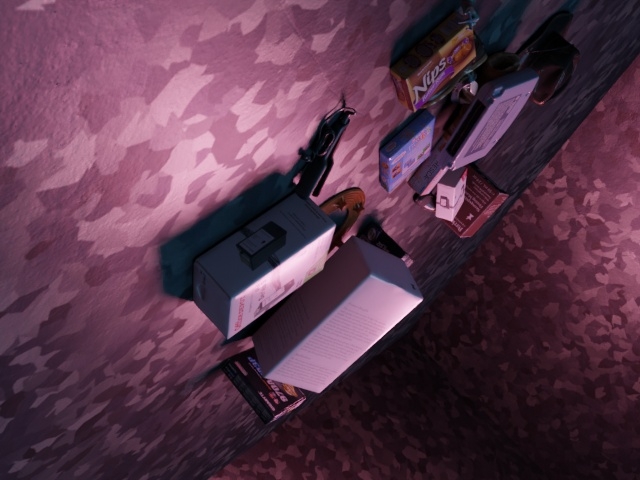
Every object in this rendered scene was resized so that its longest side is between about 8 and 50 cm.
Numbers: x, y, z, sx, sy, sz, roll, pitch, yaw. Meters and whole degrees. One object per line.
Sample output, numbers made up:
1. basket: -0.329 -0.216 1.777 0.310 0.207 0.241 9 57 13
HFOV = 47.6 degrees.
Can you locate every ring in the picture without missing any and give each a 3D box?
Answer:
1. ring: 0.000 0.000 1.879 0.336 0.032 0.337 -40 164 -14

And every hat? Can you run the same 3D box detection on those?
1. hat: 0.646 -0.481 2.078 0.331 0.134 0.331 -41 164 -15

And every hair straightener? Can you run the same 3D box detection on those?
1. hair straightener: 0.006 -0.172 1.454 0.089 0.047 0.230 -24 153 -50

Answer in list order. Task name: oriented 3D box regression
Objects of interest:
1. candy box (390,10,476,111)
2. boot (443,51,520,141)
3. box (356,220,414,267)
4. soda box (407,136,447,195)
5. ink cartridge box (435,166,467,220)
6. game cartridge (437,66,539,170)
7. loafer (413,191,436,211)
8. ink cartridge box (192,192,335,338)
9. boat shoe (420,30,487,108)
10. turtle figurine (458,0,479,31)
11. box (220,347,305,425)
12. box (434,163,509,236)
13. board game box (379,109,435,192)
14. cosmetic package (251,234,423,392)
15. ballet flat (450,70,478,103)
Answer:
1. candy box: 0.232 -0.365 1.485 0.186 0.053 0.109 -43 149 -9
2. boot: 0.466 -0.387 1.956 0.236 0.089 0.270 -31 158 -38
3. box: 0.199 0.029 2.210 0.077 0.147 0.180 -45 163 5
4. soda box: 0.334 -0.216 2.101 0.063 0.058 0.183 -18 150 -55
5. ink cartridge box: 0.418 -0.154 2.324 0.109 0.063 0.150 -54 153 -35
6. game cartridge: 0.433 -0.312 1.868 0.198 0.062 0.297 -30 159 -37
7. loafer: 0.350 -0.126 2.347 0.062 0.061 0.170 -49 162 18
8. ink cartridge box: -0.123 0.054 1.558 0.289 0.121 0.211 -36 161 -25
9. boat shoe: 0.274 -0.375 1.583 0.207 0.073 0.073 -44 124 -14
10. turtle figurine: 0.297 -0.484 1.282 0.175 0.118 0.234 -41 -173 48
11. box: -0.169 0.427 2.167 0.051 0.220 0.175 -50 162 26
12. box: 0.510 -0.140 2.502 0.203 0.168 0.167 -50 163 17
13. board game box: 0.219 -0.223 1.848 0.160 0.039 0.211 -42 164 -9
14. cosmetic package: 0.039 0.219 2.053 0.230 0.162 0.453 26 119 -39
15. ballet flat: 0.356 -0.369 1.780 0.070 0.070 0.188 -45 164 2
